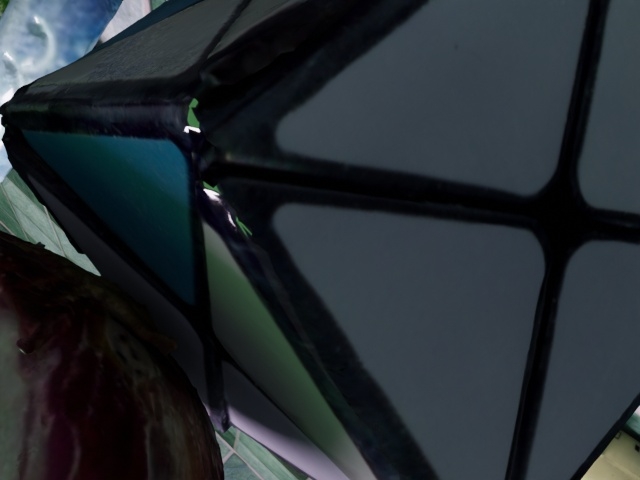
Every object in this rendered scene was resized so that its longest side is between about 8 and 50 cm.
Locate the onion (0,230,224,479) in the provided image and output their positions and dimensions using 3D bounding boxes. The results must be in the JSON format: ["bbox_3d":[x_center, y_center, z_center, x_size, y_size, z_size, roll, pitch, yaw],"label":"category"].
[{"bbox_3d":[-0.197,0.147,0.517,0.336,0.282,0.260,24,168,30],"label":"onion"}]

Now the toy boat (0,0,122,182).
[{"bbox_3d":[-0.328,-0.210,0.946,0.123,0.215,0.330,32,127,-22],"label":"toy boat"}]

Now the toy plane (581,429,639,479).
[{"bbox_3d":[0.235,0.193,0.890,0.256,0.104,0.242,44,175,22],"label":"toy plane"}]

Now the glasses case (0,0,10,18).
[{"bbox_3d":[-0.520,-0.398,1.262,0.272,0.062,0.095,48,159,-4],"label":"glasses case"}]

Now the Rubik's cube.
[{"bbox_3d":[0.031,-0.038,0.539,0.305,0.307,0.310,18,144,55],"label":"Rubik's cube"}]
